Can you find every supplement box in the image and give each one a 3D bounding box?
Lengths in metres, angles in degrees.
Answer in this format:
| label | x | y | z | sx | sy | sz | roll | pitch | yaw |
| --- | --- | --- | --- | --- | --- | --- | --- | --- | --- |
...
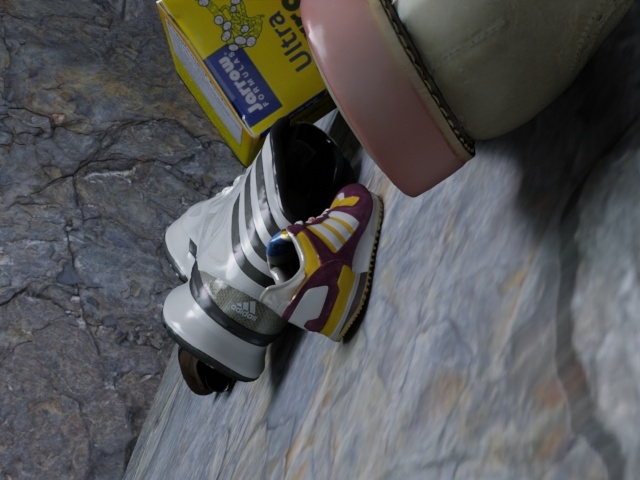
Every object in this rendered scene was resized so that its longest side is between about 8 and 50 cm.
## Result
| label | x | y | z | sx | sy | sz | roll | pitch | yaw |
| --- | --- | --- | --- | --- | --- | --- | --- | --- | --- |
| supplement box | -0.074 | -0.245 | 1.046 | 0.195 | 0.194 | 0.356 | -36 | 4 | -6 |

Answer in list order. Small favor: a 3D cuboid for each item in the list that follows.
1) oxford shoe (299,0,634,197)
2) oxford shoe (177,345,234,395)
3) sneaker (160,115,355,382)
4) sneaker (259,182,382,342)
| label | x | y | z | sx | sy | sz | roll | pitch | yaw |
| --- | --- | --- | --- | --- | --- | --- | --- | --- | --- |
| oxford shoe | 0.101 | -0.145 | 0.465 | 0.146 | 0.140 | 0.397 | -28 | 20 | 20 |
| oxford shoe | -0.160 | 0.180 | 1.090 | 0.227 | 0.083 | 0.096 | 113 | 156 | -54 |
| sneaker | -0.062 | -0.026 | 0.949 | 0.257 | 0.169 | 0.447 | -54 | 17 | 8 |
| sneaker | 0.000 | 0.000 | 0.655 | 0.185 | 0.084 | 0.069 | -80 | 17 | -53 |
